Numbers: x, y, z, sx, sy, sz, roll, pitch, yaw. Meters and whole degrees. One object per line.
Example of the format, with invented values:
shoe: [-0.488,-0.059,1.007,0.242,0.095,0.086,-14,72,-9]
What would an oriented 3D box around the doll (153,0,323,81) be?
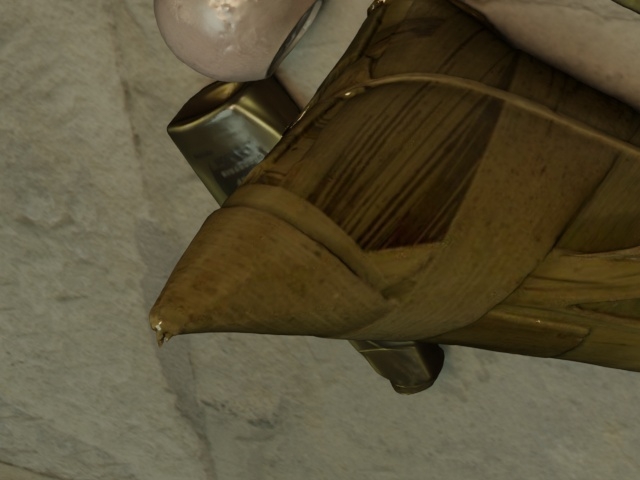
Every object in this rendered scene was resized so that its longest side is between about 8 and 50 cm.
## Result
doll: [-0.135,-0.253,1.501,0.287,0.151,0.151,38,139,1]

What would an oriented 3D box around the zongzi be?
zongzi: [0.168,0.062,1.350,0.500,0.467,0.218,28,133,6]

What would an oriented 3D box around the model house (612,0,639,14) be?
model house: [0.206,-0.288,1.273,0.205,0.218,0.278,17,-168,-40]

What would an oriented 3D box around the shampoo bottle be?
shampoo bottle: [0.000,0.000,1.689,0.125,0.084,0.350,-17,118,39]
